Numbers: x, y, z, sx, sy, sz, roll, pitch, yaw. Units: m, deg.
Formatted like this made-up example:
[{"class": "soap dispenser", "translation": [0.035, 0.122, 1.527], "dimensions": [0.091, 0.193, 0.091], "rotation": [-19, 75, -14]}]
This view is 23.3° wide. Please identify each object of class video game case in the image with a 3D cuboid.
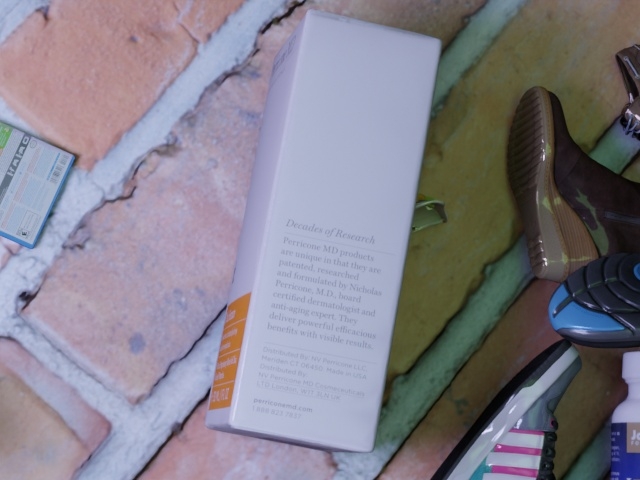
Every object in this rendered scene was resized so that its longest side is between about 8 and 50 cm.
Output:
[{"class": "video game case", "translation": [-0.380, -0.077, 1.765], "dimensions": [0.166, 0.015, 0.119], "rotation": [25, 79, -8]}]

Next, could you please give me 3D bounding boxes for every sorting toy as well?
[{"class": "sorting toy", "translation": [0.113, -0.033, 1.832], "dimensions": [0.083, 0.075, 0.045], "rotation": [-19, 87, -14]}]

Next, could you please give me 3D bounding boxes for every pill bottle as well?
[{"class": "pill bottle", "translation": [0.417, 0.265, 1.819], "dimensions": [0.153, 0.153, 0.265], "rotation": [3, 82, -11]}]

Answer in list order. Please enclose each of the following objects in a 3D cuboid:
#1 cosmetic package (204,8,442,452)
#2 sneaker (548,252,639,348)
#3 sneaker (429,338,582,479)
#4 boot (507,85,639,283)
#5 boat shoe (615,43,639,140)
[{"class": "cosmetic package", "translation": [0.000, 0.000, 1.726], "dimensions": [0.161, 0.230, 0.453], "rotation": [12, 80, -9]}, {"class": "sneaker", "translation": [0.427, 0.088, 1.839], "dimensions": [0.340, 0.140, 0.125], "rotation": [-8, 50, -15]}, {"class": "sneaker", "translation": [0.250, 0.274, 1.794], "dimensions": [0.178, 0.124, 0.295], "rotation": [39, 85, 0]}, {"class": "boot", "translation": [0.340, -0.064, 1.895], "dimensions": [0.206, 0.090, 0.249], "rotation": [-1, 81, -25]}, {"class": "boat shoe", "translation": [0.404, -0.155, 1.917], "dimensions": [0.066, 0.066, 0.183], "rotation": [-8, 72, -3]}]
